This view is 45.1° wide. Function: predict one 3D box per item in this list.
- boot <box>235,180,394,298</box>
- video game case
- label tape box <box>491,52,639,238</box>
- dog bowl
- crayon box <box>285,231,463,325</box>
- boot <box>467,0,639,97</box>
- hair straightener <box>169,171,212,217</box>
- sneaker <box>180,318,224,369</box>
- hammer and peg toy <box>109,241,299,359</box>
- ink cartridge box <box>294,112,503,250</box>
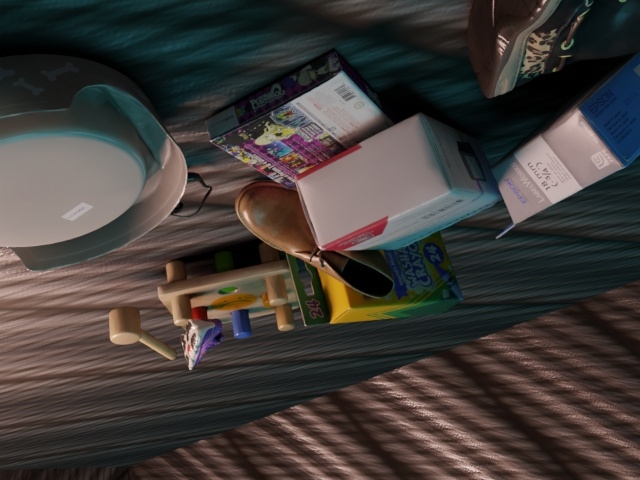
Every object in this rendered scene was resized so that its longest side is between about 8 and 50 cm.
[{"bbox_3d":[0.000,0.000,1.280,0.305,0.115,0.112,30,98,-19],"label":"boot"},{"bbox_3d":[-0.015,-0.162,1.114,0.210,0.041,0.232,-25,157,20],"label":"video game case"},{"bbox_3d":[0.389,-0.154,1.178,0.241,0.106,0.334,-40,179,-24],"label":"label tape box"},{"bbox_3d":[-0.343,-0.087,0.939,0.349,0.102,0.348,-17,156,-8],"label":"dog bowl"},{"bbox_3d":[0.102,0.046,1.477,0.323,0.203,0.083,-2,154,-31],"label":"crayon box"},{"bbox_3d":[0.339,-0.304,0.891,0.284,0.138,0.377,-13,162,-4],"label":"boot"},{"bbox_3d":[-0.270,-0.052,1.147,0.231,0.089,0.047,-10,175,-22],"label":"hair straightener"},{"bbox_3d":[-0.222,0.196,1.463,0.071,0.068,0.170,-9,158,-24],"label":"sneaker"},{"bbox_3d":[-0.227,0.126,1.549,0.362,0.127,0.266,-12,158,-1],"label":"hammer and peg toy"},{"bbox_3d":[0.134,-0.080,1.223,0.226,0.131,0.306,-26,170,23],"label":"ink cartridge box"}]
